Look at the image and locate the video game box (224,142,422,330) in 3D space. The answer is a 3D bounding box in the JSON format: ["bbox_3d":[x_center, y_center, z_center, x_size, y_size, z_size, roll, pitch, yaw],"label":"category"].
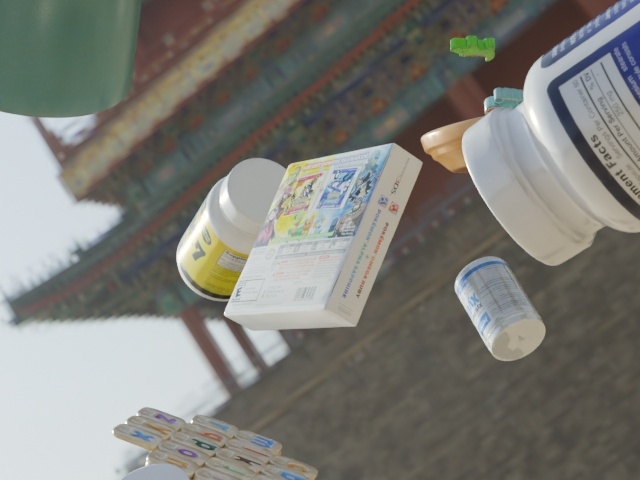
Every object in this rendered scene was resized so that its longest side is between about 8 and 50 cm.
[{"bbox_3d":[0.000,0.000,1.711,0.205,0.048,0.187,-6,58,58],"label":"video game box"}]

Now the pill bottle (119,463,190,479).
[{"bbox_3d":[-0.117,0.335,1.603,0.146,0.146,0.264,-31,-56,-10],"label":"pill bottle"}]

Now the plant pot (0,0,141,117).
[{"bbox_3d":[-0.343,-0.318,1.981,0.293,0.293,0.235,-17,-46,-44],"label":"plant pot"}]

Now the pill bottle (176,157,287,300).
[{"bbox_3d":[-0.106,-0.015,2.195,0.119,0.119,0.208,-23,-17,-32],"label":"pill bottle"}]

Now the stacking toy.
[{"bbox_3d":[0.268,-0.165,2.090,0.221,0.167,0.052,7,-34,-7],"label":"stacking toy"}]

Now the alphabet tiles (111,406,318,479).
[{"bbox_3d":[-0.148,0.305,2.376,0.284,0.278,0.021,-30,-43,-78],"label":"alphabet tiles"}]

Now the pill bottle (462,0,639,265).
[{"bbox_3d":[0.242,-0.100,1.209,0.264,0.153,0.153,-34,-16,25],"label":"pill bottle"}]

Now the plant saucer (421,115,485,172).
[{"bbox_3d":[0.189,-0.089,1.464,0.200,0.037,0.200,-9,-3,-1],"label":"plant saucer"}]

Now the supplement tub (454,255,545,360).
[{"bbox_3d":[0.203,0.076,1.912,0.071,0.107,0.071,-14,-44,-14],"label":"supplement tub"}]
